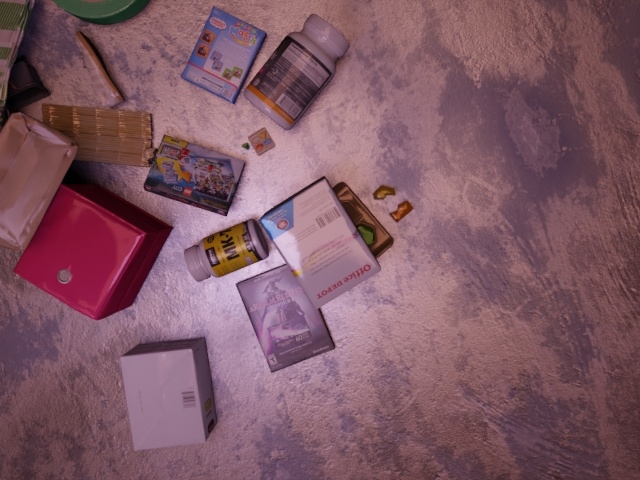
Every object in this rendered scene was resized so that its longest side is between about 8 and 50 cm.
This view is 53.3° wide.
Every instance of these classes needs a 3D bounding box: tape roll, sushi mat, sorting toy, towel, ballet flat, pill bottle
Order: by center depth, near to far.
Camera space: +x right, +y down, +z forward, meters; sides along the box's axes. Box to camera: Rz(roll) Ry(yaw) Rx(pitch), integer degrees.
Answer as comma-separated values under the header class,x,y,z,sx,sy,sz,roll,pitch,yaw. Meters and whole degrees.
class,x,y,z,sx,sy,sz,roll,pitch,yaw
pill bottle,-0.060,-0.441,1.672,0.162,0.162,0.278,39,95,-1
tape roll,-0.597,-0.751,1.713,0.321,0.077,0.321,0,95,2
towel,-0.909,-0.530,1.713,0.248,0.038,0.325,11,84,15
pill bottle,-0.257,0.031,1.741,0.208,0.119,0.119,-23,93,4
sorting toy,0.091,-0.044,1.758,0.307,0.041,0.229,-41,92,5
ballet flat,-0.411,-0.203,1.759,0.173,0.049,0.057,33,94,-5
sorting toy,-0.175,-0.267,1.765,0.083,0.012,0.062,-30,93,4
sushi mat,-0.626,-0.294,1.780,0.316,0.019,0.151,6,96,2

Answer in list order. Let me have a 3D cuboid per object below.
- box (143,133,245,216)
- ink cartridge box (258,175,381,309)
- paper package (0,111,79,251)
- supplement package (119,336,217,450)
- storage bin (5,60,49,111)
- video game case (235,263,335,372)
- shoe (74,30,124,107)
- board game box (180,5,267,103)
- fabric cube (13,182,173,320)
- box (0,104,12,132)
class,x,y,z,sx,sy,sz,roll,pitch,yaw
box,-0.339,-0.176,1.724,0.233,0.044,0.159,18,71,-4
ink cartridge box,0.000,0.000,1.647,0.198,0.197,0.270,-31,97,3
paper package,-0.756,-0.145,1.593,0.168,0.325,0.309,28,84,-26
supplement package,-0.416,0.420,1.768,0.204,0.145,0.262,-7,95,4
storage bin,-0.837,-0.428,1.747,0.135,0.098,0.091,-23,83,4
video game case,-0.099,0.213,1.797,0.196,0.026,0.274,-22,94,4
shoe,-0.616,-0.465,1.737,0.058,0.076,0.219,-29,95,0
board game box,-0.263,-0.504,1.736,0.160,0.039,0.211,27,96,0
fabric cube,-0.587,0.022,1.686,0.254,0.259,0.258,31,95,1
box,-0.932,-0.286,1.746,0.190,0.045,0.184,5,125,2
